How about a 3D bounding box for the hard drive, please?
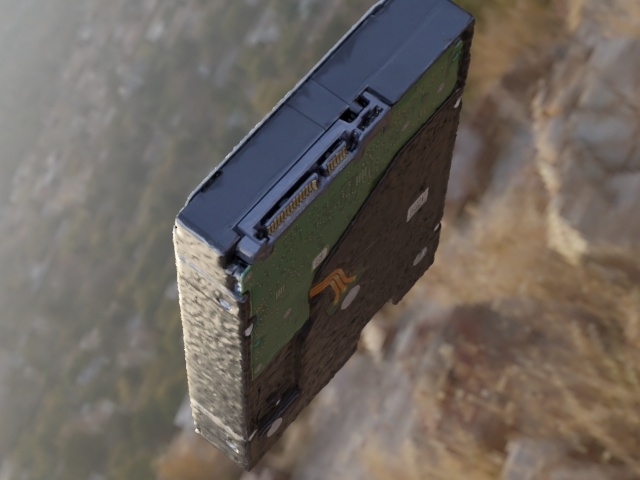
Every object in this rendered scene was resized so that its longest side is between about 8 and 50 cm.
[{"bbox_3d":[0.000,0.000,1.240,0.237,0.064,0.339,-48,-17,-22],"label":"hard drive"}]
